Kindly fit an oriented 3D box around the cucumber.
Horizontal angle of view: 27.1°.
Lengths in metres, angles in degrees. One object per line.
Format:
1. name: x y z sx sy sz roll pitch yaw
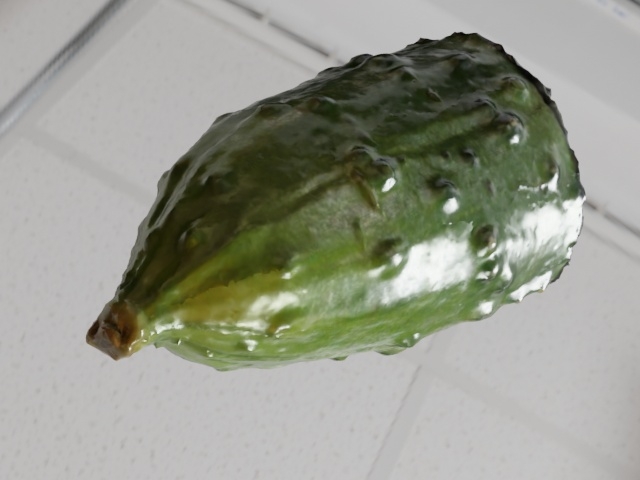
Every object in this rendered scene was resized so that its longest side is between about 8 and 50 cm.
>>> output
1. cucumber: 0.000 -0.003 0.542 0.134 0.134 0.244 45 -142 16
